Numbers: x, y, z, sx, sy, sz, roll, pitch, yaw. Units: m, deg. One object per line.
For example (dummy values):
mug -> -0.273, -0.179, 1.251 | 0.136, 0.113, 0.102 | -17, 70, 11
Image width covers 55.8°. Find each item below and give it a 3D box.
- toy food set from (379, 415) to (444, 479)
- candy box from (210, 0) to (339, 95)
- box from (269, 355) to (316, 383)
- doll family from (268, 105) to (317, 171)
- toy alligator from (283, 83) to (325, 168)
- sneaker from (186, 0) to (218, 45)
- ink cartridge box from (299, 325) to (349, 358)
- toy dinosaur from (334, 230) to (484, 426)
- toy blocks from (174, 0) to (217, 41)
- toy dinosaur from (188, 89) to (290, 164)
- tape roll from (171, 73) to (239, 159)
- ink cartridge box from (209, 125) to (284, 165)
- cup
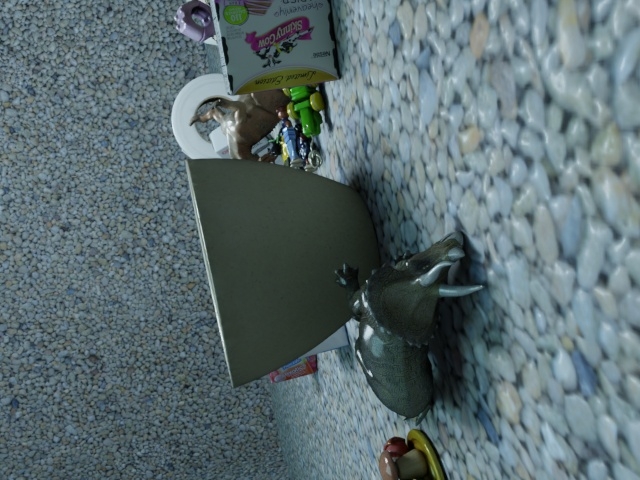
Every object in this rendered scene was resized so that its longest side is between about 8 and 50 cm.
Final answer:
toy food set -> 0.117, 0.329, 0.805 | 0.128, 0.071, 0.218 | 114, 143, -71
candy box -> -0.071, -0.329, 0.838 | 0.071, 0.159, 0.233 | -132, 31, -70
box -> -0.106, 0.246, 1.656 | 0.257, 0.128, 0.122 | -115, 17, -50
doll family -> -0.051, -0.178, 1.127 | 0.193, 0.076, 0.111 | 142, 120, -72
toy alligator -> -0.016, -0.209, 0.978 | 0.051, 0.056, 0.190 | -12, -91, -60
sneaker -> -0.277, -0.663, 1.545 | 0.122, 0.146, 0.330 | 178, 81, -80
ink cartridge box -> -0.013, 0.199, 1.226 | 0.180, 0.104, 0.060 | 129, 127, -76
toy dinosaur -> 0.079, 0.115, 0.662 | 0.160, 0.121, 0.313 | -95, 4, -59
toy blocks -> -0.269, -0.560, 1.099 | 0.309, 0.260, 0.288 | -23, 79, 57
toy dinosaur -> -0.120, -0.246, 1.199 | 0.296, 0.200, 0.127 | -56, 28, 6
tape roll -> -0.283, -0.323, 1.657 | 0.169, 0.246, 0.246 | -151, 50, -74
ink cartridge box -> -0.164, -0.209, 1.381 | 0.150, 0.109, 0.063 | 42, -156, -54
cup -> -0.049, 0.026, 0.893 | 0.331, 0.237, 0.331 | 169, 90, -79
